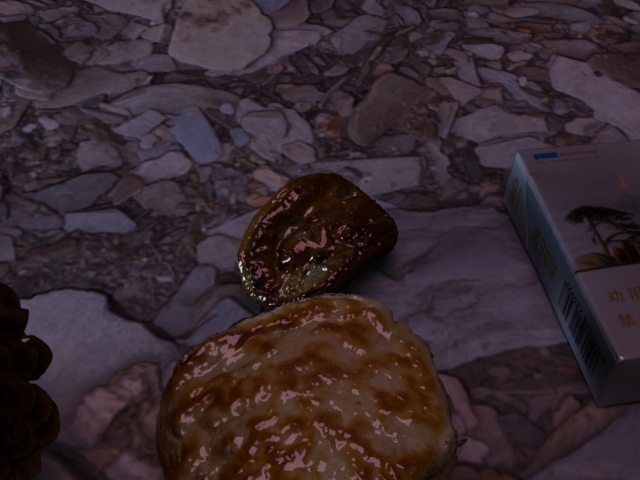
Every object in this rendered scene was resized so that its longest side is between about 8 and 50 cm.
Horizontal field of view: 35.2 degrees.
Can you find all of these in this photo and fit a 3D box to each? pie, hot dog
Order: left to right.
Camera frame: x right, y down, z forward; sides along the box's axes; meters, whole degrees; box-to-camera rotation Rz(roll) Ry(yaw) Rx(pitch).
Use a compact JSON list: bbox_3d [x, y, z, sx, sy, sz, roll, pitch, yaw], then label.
[{"bbox_3d":[-0.008,0.128,0.676,0.205,0.084,0.179,-21,50,-21],"label":"pie"},{"bbox_3d":[-0.002,0.000,0.818,0.147,0.065,0.099,-33,66,-34],"label":"hot dog"}]

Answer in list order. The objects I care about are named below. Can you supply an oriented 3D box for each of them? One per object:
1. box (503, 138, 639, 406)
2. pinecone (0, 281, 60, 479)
[{"bbox_3d":[0.258,0.016,0.825,0.149,0.067,0.233,-4,46,-12],"label":"box"},{"bbox_3d":[-0.279,0.090,0.625,0.212,0.168,0.186,16,87,17],"label":"pinecone"}]
